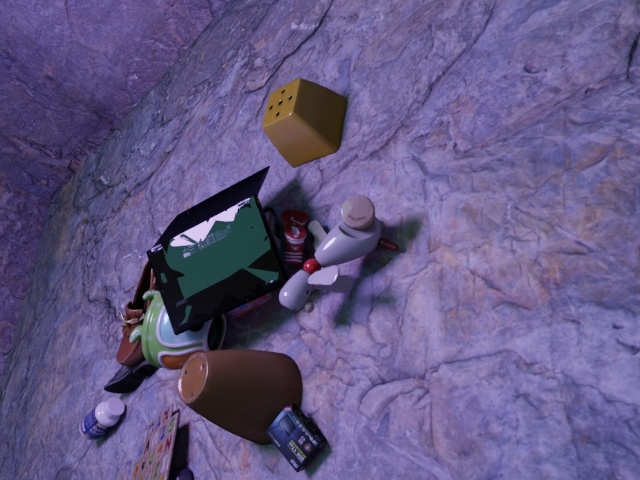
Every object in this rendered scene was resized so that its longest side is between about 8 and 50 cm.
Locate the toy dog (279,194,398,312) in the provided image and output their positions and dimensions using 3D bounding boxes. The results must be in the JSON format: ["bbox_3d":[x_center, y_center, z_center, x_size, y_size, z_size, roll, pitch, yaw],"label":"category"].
[{"bbox_3d":[0.061,0.056,1.209,0.161,0.220,0.334,38,106,19],"label":"toy dog"}]

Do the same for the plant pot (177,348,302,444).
[{"bbox_3d":[-0.218,0.371,1.229,0.237,0.254,0.237,-25,52,36],"label":"plant pot"}]

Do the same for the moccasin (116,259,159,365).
[{"bbox_3d":[-0.630,0.252,1.720,0.139,0.147,0.380,23,88,40],"label":"moccasin"}]

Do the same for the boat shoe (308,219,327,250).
[{"bbox_3d":[0.002,-0.001,1.394,0.048,0.042,0.133,-28,46,5],"label":"boat shoe"}]

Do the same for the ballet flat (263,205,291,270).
[{"bbox_3d":[-0.149,-0.010,1.518,0.083,0.087,0.248,-35,46,26],"label":"ballet flat"}]

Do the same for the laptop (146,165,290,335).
[{"bbox_3d":[-0.285,0.013,1.468,0.381,0.236,0.408,-26,78,15],"label":"laptop"}]

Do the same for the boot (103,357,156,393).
[{"bbox_3d":[-0.696,0.424,1.832,0.262,0.091,0.229,-33,45,14],"label":"boot"}]

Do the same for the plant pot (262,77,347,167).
[{"bbox_3d":[-0.065,-0.394,1.588,0.212,0.187,0.212,-13,58,42],"label":"plant pot"}]

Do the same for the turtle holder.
[{"bbox_3d":[-0.410,0.253,1.546,0.227,0.244,0.320,3,35,19],"label":"turtle holder"}]

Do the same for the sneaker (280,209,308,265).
[{"bbox_3d":[-0.085,-0.003,1.450,0.221,0.086,0.128,-85,4,-66],"label":"sneaker"}]

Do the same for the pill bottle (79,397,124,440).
[{"bbox_3d":[-0.789,0.644,1.780,0.169,0.094,0.094,-42,43,20],"label":"pill bottle"}]

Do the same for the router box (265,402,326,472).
[{"bbox_3d":[-0.059,0.458,1.145,0.122,0.038,0.092,41,100,28],"label":"router box"}]

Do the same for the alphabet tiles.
[{"bbox_3d":[-0.510,0.681,1.470,0.285,0.011,0.343,-44,32,32],"label":"alphabet tiles"}]

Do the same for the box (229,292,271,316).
[{"bbox_3d":[-0.260,0.065,1.545,0.154,0.142,0.300,-31,47,29],"label":"box"}]

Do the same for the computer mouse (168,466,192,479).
[{"bbox_3d":[-0.469,0.759,1.403,0.262,0.060,0.184,-29,48,32],"label":"computer mouse"}]
